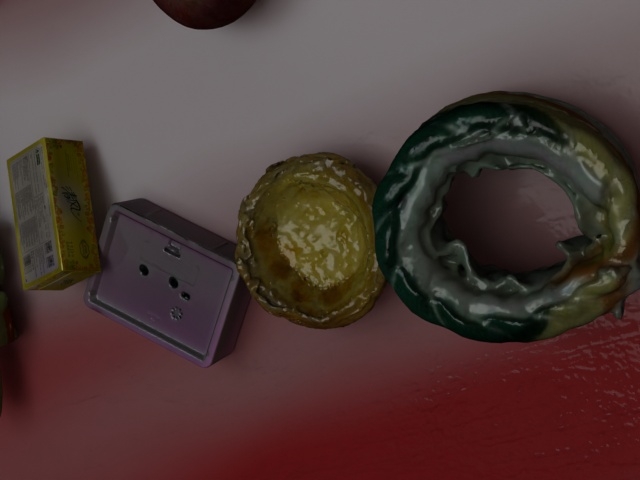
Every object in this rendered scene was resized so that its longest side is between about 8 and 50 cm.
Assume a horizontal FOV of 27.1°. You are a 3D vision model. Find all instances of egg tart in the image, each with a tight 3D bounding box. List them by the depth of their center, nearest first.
[{"bbox_3d":[0.000,0.000,1.541,0.212,0.090,0.213,5,103,22],"label":"egg tart"}]

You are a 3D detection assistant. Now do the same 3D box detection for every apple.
[{"bbox_3d":[-0.130,-0.320,1.524,0.153,0.120,0.153,6,102,31],"label":"apple"}]

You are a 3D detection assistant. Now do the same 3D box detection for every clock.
[{"bbox_3d":[-0.185,0.049,1.654,0.197,0.063,0.150,25,110,19],"label":"clock"}]

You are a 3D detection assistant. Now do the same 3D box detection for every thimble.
[{"bbox_3d":[0.203,-0.021,1.381,0.288,0.167,0.254,18,106,13],"label":"thimble"}]

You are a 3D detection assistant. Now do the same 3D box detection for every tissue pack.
[{"bbox_3d":[-0.336,-0.032,1.676,0.095,0.062,0.176,-24,71,44],"label":"tissue pack"}]

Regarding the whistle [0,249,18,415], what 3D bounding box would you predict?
[{"bbox_3d":[-0.467,0.098,1.775,0.131,0.106,0.288,-7,96,24],"label":"whistle"}]
